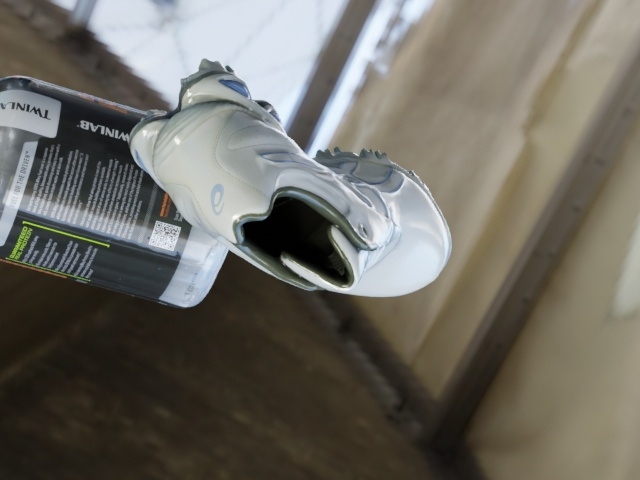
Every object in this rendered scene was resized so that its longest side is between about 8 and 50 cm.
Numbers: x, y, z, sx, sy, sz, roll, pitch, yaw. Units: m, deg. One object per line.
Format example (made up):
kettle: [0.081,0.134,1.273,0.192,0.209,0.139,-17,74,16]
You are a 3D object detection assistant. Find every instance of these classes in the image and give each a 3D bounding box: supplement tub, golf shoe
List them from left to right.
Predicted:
supplement tub: [-0.153,-0.034,1.183,0.190,0.117,0.117,16,-151,-17]
golf shoe: [0.000,0.000,0.753,0.176,0.069,0.086,24,-155,-45]
